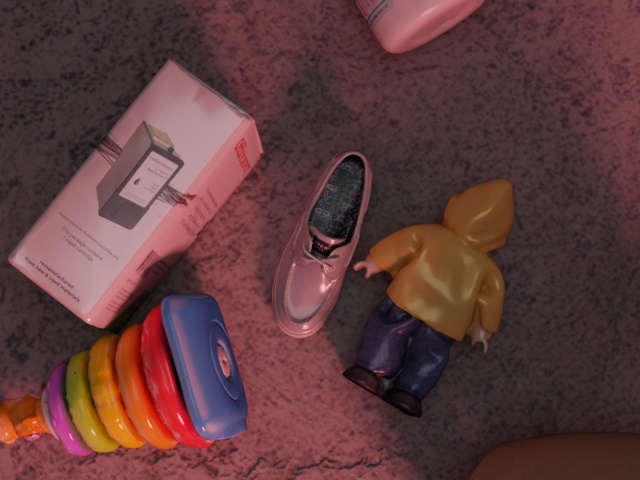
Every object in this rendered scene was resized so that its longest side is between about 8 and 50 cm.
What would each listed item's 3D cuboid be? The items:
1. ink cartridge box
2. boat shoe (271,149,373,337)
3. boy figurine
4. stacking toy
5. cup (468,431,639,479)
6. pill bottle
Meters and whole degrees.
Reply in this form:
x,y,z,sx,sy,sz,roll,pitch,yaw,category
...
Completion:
x,y,z,sx,sy,sz,roll,pitch,yaw,category
-0.193,-0.041,1.438,0.115,0.198,0.273,38,84,5,ink cartridge box
0.001,0.000,1.493,0.079,0.081,0.227,19,83,2,boat shoe
0.126,0.050,1.485,0.177,0.092,0.285,27,83,3,boy figurine
-0.244,0.175,1.450,0.302,0.175,0.165,-17,85,9,stacking toy
0.268,0.330,1.366,0.237,0.331,0.331,21,83,28,cup
0.071,-0.358,1.504,0.146,0.146,0.264,-30,85,-4,pill bottle
